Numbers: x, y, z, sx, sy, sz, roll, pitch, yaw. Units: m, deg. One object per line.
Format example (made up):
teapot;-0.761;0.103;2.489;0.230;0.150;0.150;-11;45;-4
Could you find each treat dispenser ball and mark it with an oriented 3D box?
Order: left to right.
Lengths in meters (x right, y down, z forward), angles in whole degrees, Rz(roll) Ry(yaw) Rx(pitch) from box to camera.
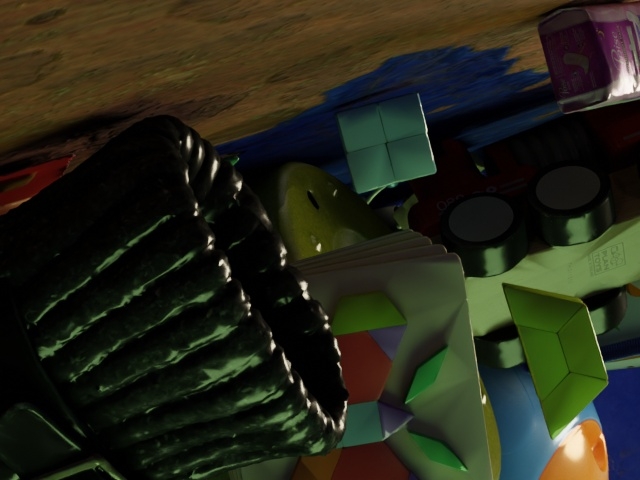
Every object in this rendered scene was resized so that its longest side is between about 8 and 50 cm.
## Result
treat dispenser ball;0.108;0.201;1.630;0.288;0.288;0.288;-19;176;-1

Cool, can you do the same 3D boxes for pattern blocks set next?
pattern blocks set;0.014;0.098;0.995;0.285;0.325;0.026;-24;-173;0

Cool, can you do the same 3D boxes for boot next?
boot;-0.098;0.117;0.879;0.260;0.131;0.348;-26;137;6

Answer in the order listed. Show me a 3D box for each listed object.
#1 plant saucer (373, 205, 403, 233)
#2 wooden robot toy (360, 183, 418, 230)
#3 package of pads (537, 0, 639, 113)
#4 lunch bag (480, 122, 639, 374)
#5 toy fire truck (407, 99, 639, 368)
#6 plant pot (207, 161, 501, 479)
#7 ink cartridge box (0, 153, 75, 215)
plant saucer;-0.003;0.046;1.790;0.400;0.101;0.400;-18;176;-1
wooden robot toy;0.000;0.000;1.433;0.173;0.076;0.079;-17;-173;-24
package of pads;0.144;-0.093;0.927;0.032;0.050;0.083;-15;179;36
lunch bag;0.371;-0.034;1.552;0.385;0.239;0.328;-13;177;25
toy fire truck;0.159;-0.040;1.325;0.217;0.246;0.158;-20;132;-4
plant pot;-0.090;0.139;1.168;0.353;0.366;0.366;-32;172;17
ink cartridge box;-0.206;0.026;0.889;0.181;0.056;0.224;-18;178;-17
